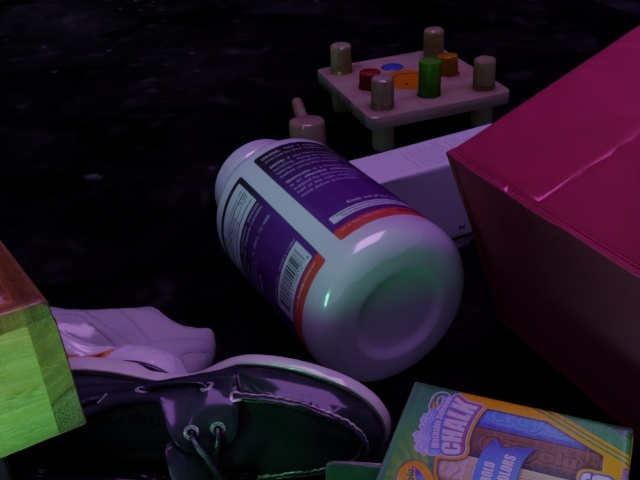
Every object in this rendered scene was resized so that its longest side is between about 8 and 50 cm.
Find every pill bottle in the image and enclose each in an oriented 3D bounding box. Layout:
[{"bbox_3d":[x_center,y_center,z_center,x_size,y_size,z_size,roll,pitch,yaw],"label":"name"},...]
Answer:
[{"bbox_3d":[0.000,0.000,0.870,0.181,0.182,0.323,-18,35,-22],"label":"pill bottle"}]

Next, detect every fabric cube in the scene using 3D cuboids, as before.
[{"bbox_3d":[0.316,-0.010,0.728,0.258,0.254,0.259,-34,39,-8],"label":"fabric cube"}]

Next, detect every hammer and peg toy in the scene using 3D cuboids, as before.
[{"bbox_3d":[0.099,-0.258,1.323,0.361,0.127,0.266,-13,33,-14],"label":"hammer and peg toy"}]

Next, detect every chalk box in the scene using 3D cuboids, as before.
[{"bbox_3d":[0.108,0.204,0.579,0.213,0.132,0.132,11,35,19],"label":"chalk box"}]

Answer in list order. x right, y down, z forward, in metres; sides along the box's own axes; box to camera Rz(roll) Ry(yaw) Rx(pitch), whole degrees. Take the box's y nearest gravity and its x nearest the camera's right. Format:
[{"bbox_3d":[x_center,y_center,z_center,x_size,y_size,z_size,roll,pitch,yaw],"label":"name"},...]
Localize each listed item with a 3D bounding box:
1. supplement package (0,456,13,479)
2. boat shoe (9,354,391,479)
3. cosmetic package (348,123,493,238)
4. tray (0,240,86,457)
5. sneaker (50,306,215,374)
[{"bbox_3d":[-0.324,0.205,0.556,0.198,0.199,0.262,-19,34,-24],"label":"supplement package"},{"bbox_3d":[-0.114,0.170,0.660,0.340,0.127,0.113,4,32,16],"label":"boat shoe"},{"bbox_3d":[0.154,-0.066,1.022,0.231,0.117,0.085,-19,34,-21],"label":"cosmetic package"},{"bbox_3d":[-0.304,0.047,0.494,0.202,0.076,0.411,-19,20,-25],"label":"tray"},{"bbox_3d":[-0.232,0.111,0.816,0.262,0.099,0.121,15,28,14],"label":"sneaker"}]
